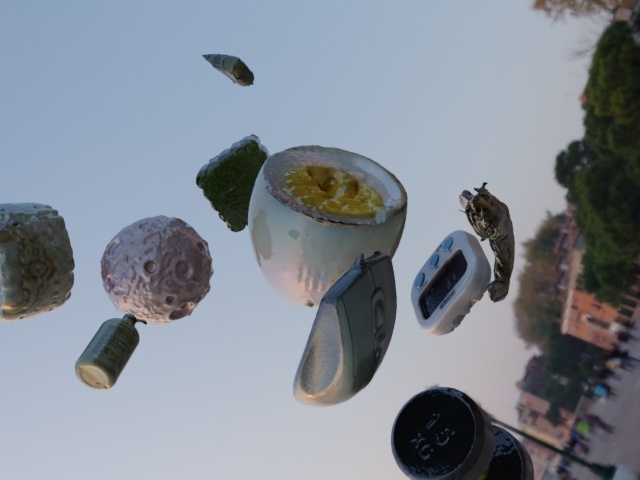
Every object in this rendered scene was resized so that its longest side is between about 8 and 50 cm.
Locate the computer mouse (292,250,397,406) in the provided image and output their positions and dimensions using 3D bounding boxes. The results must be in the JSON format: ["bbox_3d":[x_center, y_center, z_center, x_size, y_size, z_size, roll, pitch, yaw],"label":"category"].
[{"bbox_3d":[0.057,0.177,1.354,0.188,0.121,0.371,-39,-29,-45],"label":"computer mouse"}]

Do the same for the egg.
[{"bbox_3d":[0.000,0.000,1.755,0.354,0.354,0.340,-38,-30,-50],"label":"egg"}]

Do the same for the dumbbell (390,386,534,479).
[{"bbox_3d":[0.302,0.452,1.578,0.322,0.203,0.204,44,-111,-45],"label":"dumbbell"}]

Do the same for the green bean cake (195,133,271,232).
[{"bbox_3d":[-0.247,-0.185,2.441,0.249,0.247,0.156,-35,13,5],"label":"green bean cake"}]

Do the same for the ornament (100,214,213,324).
[{"bbox_3d":[-0.371,0.075,1.749,0.259,0.225,0.259,-28,-23,-13],"label":"ornament"}]

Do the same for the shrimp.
[{"bbox_3d":[0.260,0.008,1.156,0.296,0.058,0.169,20,-113,-63],"label":"shrimp"}]

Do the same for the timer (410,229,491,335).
[{"bbox_3d":[0.344,0.115,1.998,0.262,0.087,0.237,-56,24,26],"label":"timer"}]

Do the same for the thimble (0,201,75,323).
[{"bbox_3d":[-0.734,0.043,1.836,0.195,0.291,0.292,-12,-57,-46],"label":"thimble"}]

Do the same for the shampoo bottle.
[{"bbox_3d":[-0.375,0.190,1.364,0.162,0.079,0.079,-71,-11,-54],"label":"shampoo bottle"}]

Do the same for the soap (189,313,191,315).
[{"bbox_3d":[-0.463,0.120,2.150,0.080,0.257,0.160,-60,-9,8],"label":"soap"}]

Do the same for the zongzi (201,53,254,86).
[{"bbox_3d":[-0.236,-0.446,1.961,0.055,0.119,0.109,-65,-29,-7],"label":"zongzi"}]
